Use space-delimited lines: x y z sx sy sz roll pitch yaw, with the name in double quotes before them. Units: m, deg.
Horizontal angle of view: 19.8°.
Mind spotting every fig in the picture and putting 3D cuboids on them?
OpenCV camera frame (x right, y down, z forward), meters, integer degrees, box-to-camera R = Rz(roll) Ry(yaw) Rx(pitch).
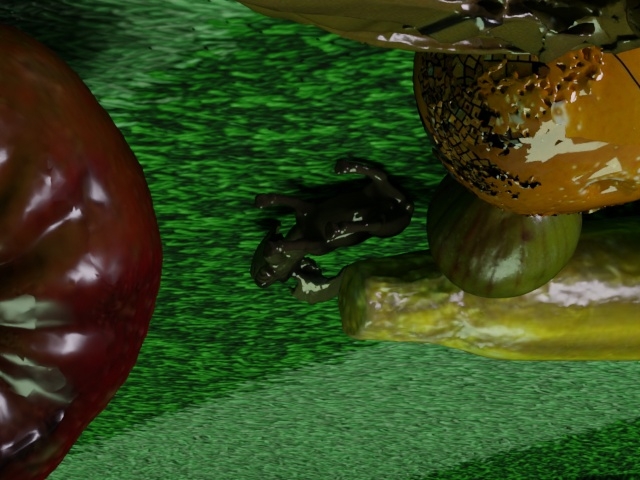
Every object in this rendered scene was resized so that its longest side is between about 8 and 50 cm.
"fig" 0.165 -0.033 1.690 0.142 0.148 0.186 6 132 20

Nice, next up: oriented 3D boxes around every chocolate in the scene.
"chocolate" 0.236 0.050 1.850 0.445 0.162 0.162 -1 164 -23

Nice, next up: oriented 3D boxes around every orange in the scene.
"orange" 0.185 -0.115 1.336 0.234 0.182 0.234 -6 151 -4

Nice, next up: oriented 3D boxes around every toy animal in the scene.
"toy animal" 0.000 0.000 1.823 0.214 0.093 0.186 -19 166 22

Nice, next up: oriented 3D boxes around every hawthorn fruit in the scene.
"hawthorn fruit" -0.323 0.011 1.401 0.403 0.403 0.403 -2 163 -1

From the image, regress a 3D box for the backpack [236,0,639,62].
"backpack" 0.084 -0.216 0.933 0.353 0.201 0.378 -13 158 28
